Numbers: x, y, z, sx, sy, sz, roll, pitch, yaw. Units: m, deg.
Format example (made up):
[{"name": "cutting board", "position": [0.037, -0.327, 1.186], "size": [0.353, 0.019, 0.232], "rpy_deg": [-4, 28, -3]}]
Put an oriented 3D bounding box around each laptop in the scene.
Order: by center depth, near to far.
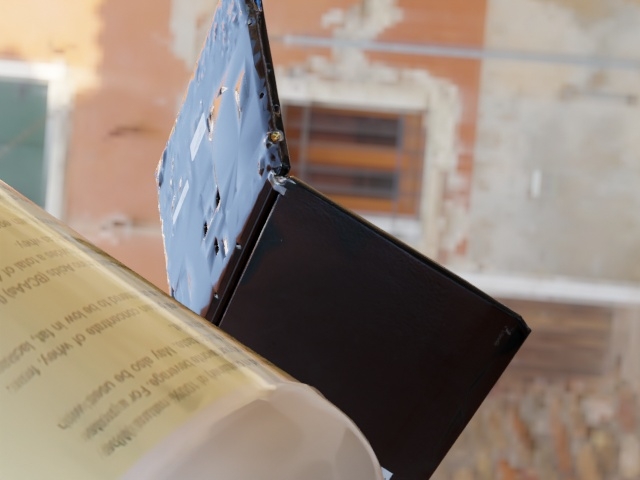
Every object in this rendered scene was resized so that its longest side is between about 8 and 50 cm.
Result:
[{"name": "laptop", "position": [0.000, 0.000, 1.179], "size": [0.234, 0.136, 0.264], "rpy_deg": [117, 150, -50]}]

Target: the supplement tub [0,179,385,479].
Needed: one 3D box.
[{"name": "supplement tub", "position": [-0.127, 0.101, 0.597], "size": [0.235, 0.324, 0.235], "rpy_deg": [-50, -18, -23]}]
